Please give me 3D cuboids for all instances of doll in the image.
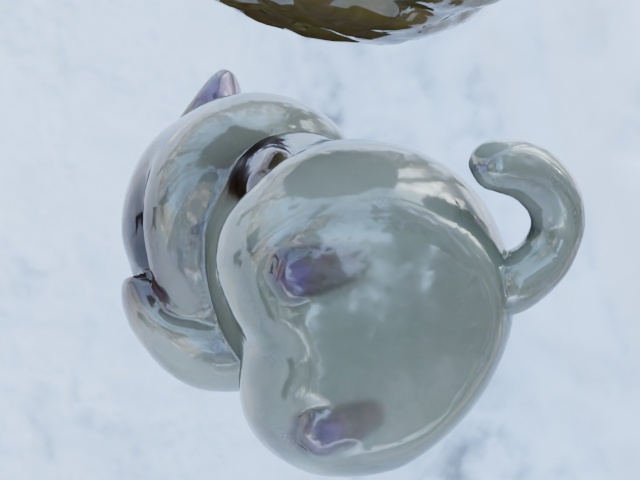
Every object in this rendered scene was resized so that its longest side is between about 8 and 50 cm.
[{"bbox_3d":[-0.013,0.016,1.199,0.226,0.215,0.370,-33,26,-24],"label":"doll"}]

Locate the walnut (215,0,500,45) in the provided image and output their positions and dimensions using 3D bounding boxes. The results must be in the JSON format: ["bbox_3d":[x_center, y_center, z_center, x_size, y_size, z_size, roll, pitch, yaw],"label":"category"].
[{"bbox_3d":[0.014,-0.268,1.042,0.332,0.333,0.333,12,45,-13],"label":"walnut"}]
